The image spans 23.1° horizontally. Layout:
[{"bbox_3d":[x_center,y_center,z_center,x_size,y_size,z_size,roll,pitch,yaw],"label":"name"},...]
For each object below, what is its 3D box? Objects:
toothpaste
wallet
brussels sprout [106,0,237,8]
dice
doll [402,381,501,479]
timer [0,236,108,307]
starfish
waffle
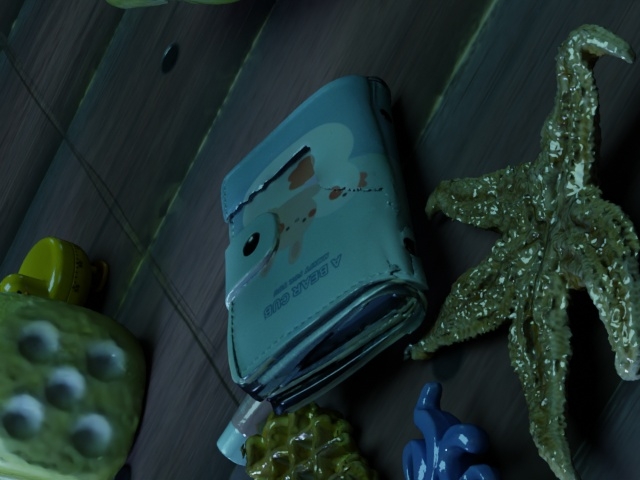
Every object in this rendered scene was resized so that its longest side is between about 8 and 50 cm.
[{"bbox_3d":[-0.016,0.093,1.273,0.205,0.036,0.056,-56,36,13],"label":"toothpaste"},{"bbox_3d":[0.000,0.000,1.231,0.176,0.075,0.250,-38,36,25],"label":"wallet"},{"bbox_3d":[-0.116,-0.363,1.448,0.354,0.289,0.281,-48,22,51],"label":"brussels sprout"},{"bbox_3d":[-0.282,0.151,1.513,0.166,0.169,0.169,-14,61,54],"label":"dice"},{"bbox_3d":[0.088,0.185,1.024,0.110,0.067,0.206,122,147,-43],"label":"doll"},{"bbox_3d":[-0.292,0.047,1.644,0.107,0.109,0.107,-34,46,44],"label":"timer"},{"bbox_3d":[0.142,0.017,1.051,0.302,0.060,0.299,165,112,-67],"label":"starfish"},{"bbox_3d":[-0.016,0.209,1.194,0.192,0.046,0.160,34,101,58],"label":"waffle"}]
